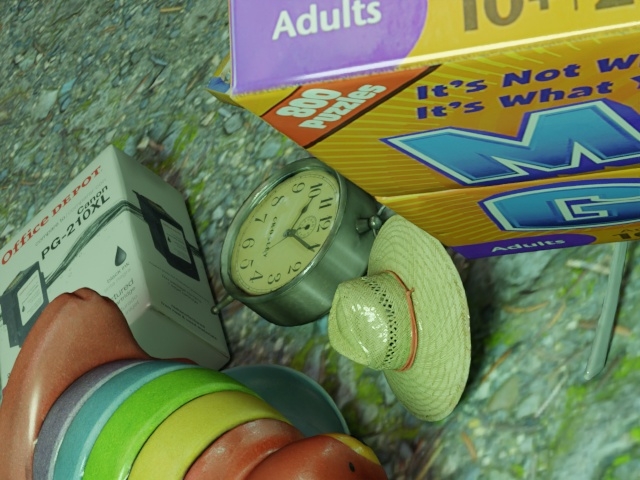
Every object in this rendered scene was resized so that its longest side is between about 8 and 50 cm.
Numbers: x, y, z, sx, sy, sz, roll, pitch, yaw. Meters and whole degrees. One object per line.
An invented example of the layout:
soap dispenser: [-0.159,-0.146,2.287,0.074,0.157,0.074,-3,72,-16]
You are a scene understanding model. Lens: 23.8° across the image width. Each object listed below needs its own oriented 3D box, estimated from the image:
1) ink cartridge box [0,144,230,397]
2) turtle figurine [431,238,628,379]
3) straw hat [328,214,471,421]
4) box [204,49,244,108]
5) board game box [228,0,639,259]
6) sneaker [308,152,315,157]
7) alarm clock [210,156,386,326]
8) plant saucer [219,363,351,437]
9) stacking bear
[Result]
ink cartridge box: [-0.188,0.056,1.305,0.172,0.100,0.237,-41,36,15]
turtle figurine: [0.163,-0.098,1.034,0.266,0.275,0.198,-37,10,-11]
straw hat: [0.038,0.055,1.016,0.144,0.061,0.144,19,111,62]
box: [-0.045,-0.156,1.390,0.081,0.028,0.136,-58,33,-8]
board game box: [0.182,-0.210,0.703,0.356,0.356,0.357,-7,77,19]
sneaker: [0.068,-0.138,1.199,0.095,0.104,0.236,58,137,12]
alarm clock: [0.000,0.000,1.168,0.192,0.064,0.129,-16,49,44]
plant saucer: [-0.083,0.238,1.076,0.317,0.043,0.318,-30,40,29]
stacking bear: [-0.066,0.158,0.962,0.289,0.175,0.164,15,70,46]
